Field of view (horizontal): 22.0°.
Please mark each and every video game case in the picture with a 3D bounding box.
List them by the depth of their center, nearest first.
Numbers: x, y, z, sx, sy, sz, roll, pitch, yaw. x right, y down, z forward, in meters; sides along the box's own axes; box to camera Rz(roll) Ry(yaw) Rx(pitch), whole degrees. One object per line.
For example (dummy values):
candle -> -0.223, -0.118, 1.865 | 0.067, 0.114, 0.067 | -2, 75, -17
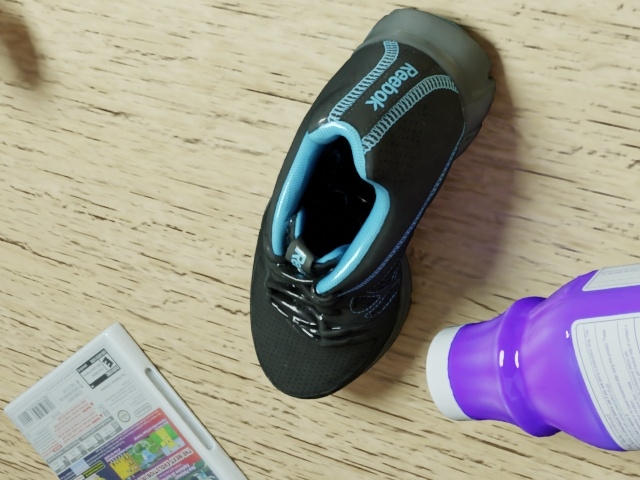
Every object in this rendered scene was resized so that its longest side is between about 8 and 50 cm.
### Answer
video game case -> -0.174, 0.182, 1.453 | 0.183, 0.023, 0.201 | 51, 135, -3

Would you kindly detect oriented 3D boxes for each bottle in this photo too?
bottle -> 0.196, 0.075, 1.038 | 0.283, 0.092, 0.118 | -10, 112, 42

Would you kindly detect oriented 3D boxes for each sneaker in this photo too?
sneaker -> 0.000, 0.000, 1.105 | 0.125, 0.139, 0.341 | 31, 135, 14
